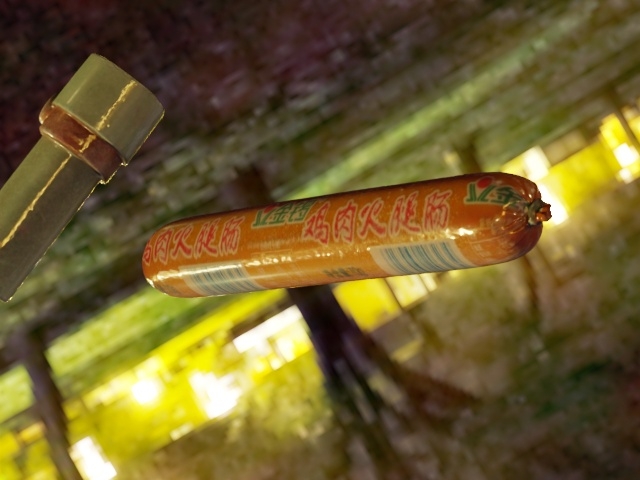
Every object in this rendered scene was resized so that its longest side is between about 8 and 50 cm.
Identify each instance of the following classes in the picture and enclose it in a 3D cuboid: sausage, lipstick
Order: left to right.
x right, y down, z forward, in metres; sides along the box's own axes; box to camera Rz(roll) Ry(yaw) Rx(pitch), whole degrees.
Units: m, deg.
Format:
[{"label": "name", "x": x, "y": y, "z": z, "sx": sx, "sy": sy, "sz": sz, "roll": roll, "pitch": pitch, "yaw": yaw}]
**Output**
[{"label": "lipstick", "x": -0.168, "y": -0.019, "z": 0.989, "sx": 0.186, "sy": 0.057, "sz": 0.063, "roll": -53, "pitch": 176, "yaw": -9}, {"label": "sausage", "x": 0.000, "y": 0.000, "z": 1.006, "sx": 0.053, "sy": 0.053, "sz": 0.347, "roll": -28, "pitch": -167, "yaw": -41}]
